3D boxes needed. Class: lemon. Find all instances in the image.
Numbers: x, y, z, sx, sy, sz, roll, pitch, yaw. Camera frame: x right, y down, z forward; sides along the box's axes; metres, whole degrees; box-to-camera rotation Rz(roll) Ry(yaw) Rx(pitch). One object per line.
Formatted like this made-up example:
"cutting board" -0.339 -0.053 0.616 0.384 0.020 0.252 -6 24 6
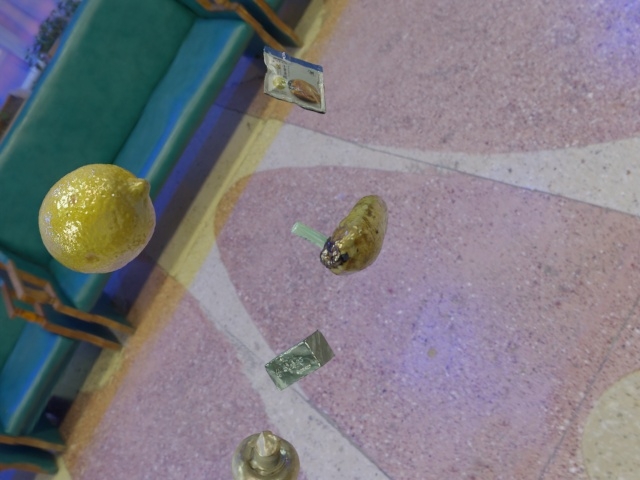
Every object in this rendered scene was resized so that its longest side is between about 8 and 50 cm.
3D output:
"lemon" -0.472 -0.050 1.281 0.253 0.228 0.229 -41 43 31

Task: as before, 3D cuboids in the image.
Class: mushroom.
"mushroom" -0.155 0.631 1.716 0.204 0.204 0.204 -24 51 33

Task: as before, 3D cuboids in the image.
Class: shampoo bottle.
"shampoo bottle" 0.000 0.000 1.909 0.041 0.190 0.069 -65 10 -21

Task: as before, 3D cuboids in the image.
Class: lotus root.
"lotus root" 0.081 -0.014 1.159 0.258 0.097 0.110 -53 -13 -52

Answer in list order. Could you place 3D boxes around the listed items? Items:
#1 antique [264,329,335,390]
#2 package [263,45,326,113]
"antique" -0.063 0.333 1.647 0.183 0.086 0.088 -37 83 29
"package" -0.066 -0.405 1.508 0.027 0.171 0.173 -46 40 51
